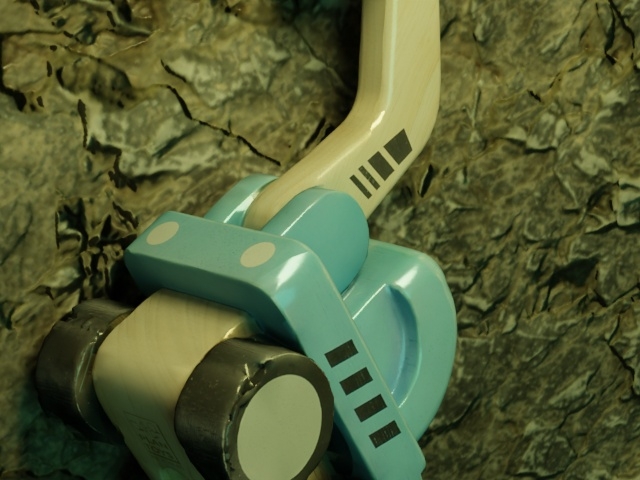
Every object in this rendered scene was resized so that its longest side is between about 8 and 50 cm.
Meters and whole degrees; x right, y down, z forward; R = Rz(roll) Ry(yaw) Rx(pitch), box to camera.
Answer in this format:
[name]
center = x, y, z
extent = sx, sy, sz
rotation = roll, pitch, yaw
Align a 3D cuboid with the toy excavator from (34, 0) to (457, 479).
[toy excavator]
center = 0.000, 0.000, 1.251
extent = 0.445, 0.222, 0.433
rotation = -46, 126, -29
